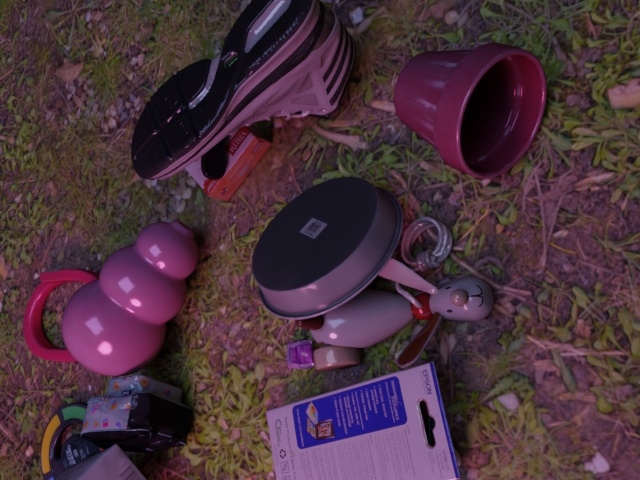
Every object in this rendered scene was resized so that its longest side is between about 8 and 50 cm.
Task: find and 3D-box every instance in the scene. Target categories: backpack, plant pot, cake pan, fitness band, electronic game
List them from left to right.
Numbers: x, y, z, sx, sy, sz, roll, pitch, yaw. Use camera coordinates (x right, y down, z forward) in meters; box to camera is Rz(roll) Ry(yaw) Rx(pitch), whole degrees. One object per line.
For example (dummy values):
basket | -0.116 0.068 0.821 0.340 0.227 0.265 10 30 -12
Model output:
fitness band | -0.570 0.171 1.573 0.290 0.054 0.209 -5 84 30
electronic game | -0.532 0.471 1.510 0.229 0.048 0.229 -5 81 30
backpack | -0.372 0.346 1.369 0.188 0.166 0.144 -20 59 24
cake pan | 0.000 0.000 1.172 0.293 0.054 0.293 -26 36 20
plant pot | 0.222 -0.218 1.095 0.180 0.201 0.201 31 100 45

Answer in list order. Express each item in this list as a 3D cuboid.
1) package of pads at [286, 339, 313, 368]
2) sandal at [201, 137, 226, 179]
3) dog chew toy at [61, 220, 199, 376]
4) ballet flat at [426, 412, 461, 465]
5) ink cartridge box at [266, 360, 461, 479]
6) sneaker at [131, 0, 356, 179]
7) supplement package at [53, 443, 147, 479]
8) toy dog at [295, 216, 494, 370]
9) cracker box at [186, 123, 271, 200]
package of pads | -0.038 0.207 1.246 0.083 0.031 0.050 150 116 -70
sandal | -0.210 -0.206 1.330 0.040 0.067 0.179 3 89 55
dog chew toy | -0.365 0.106 1.384 0.206 0.206 0.332 37 93 28
ballet flat | 0.194 0.370 1.105 0.070 0.070 0.189 4 87 30
ink cartridge box | 0.066 0.328 1.133 0.371 0.069 0.176 -27 65 38
sneaker | -0.115 -0.229 1.234 0.447 0.257 0.169 -38 56 19
supplement package | -0.451 0.511 1.330 0.244 0.134 0.139 -32 98 40
toy dog | 0.093 0.112 1.131 0.333 0.161 0.220 -37 68 21
cracker box | -0.226 -0.214 1.413 0.232 0.067 0.156 47 106 25
